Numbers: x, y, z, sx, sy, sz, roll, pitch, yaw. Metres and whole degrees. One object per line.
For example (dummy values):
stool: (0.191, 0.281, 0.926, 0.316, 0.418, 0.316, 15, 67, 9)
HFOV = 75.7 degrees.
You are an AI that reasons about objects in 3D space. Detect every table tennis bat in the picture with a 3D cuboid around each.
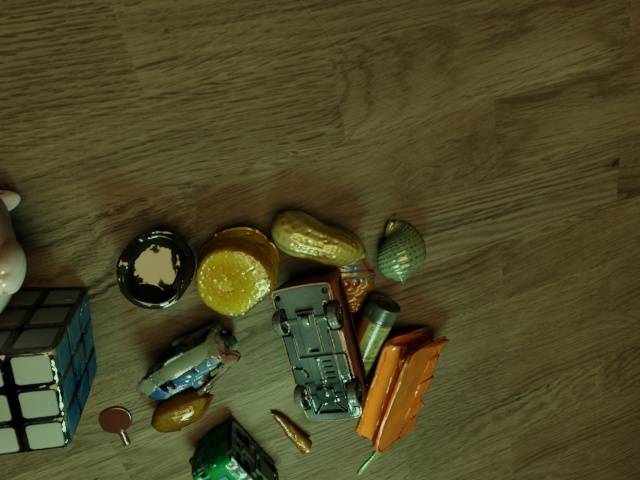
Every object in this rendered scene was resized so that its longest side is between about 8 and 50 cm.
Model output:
table tennis bat: (-0.660, 0.609, 1.347, 0.097, 0.019, 0.155, -16, 111, -10)

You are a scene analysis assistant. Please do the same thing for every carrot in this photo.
carrot: (-0.111, 0.697, 1.518, 0.057, 0.057, 0.224, -36, 110, 0)

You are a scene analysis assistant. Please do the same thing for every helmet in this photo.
helmet: (-0.439, 0.076, 1.111, 0.189, 0.193, 0.216, 20, 95, -14)

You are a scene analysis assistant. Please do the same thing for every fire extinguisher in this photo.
fire extinguisher: (0.174, 0.374, 1.426, 0.200, 0.113, 0.376, 17, 110, -21)

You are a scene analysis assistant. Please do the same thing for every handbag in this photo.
handbag: (0.291, 0.522, 1.472, 0.303, 0.116, 0.411, -2, 114, -47)

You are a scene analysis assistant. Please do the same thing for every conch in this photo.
conch: (0.266, 0.039, 1.326, 0.172, 0.131, 0.200, -11, 113, -10)

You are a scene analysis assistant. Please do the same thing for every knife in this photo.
knife: (0.219, 0.897, 1.698, 0.030, 0.014, 0.207, 37, 96, -22)

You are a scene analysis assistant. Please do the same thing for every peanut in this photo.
peanut: (0.000, 0.000, 1.227, 0.305, 0.147, 0.147, 17, 105, -14)

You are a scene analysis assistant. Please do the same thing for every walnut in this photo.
walnut: (-0.446, 0.551, 1.340, 0.207, 0.116, 0.116, -25, 115, -13)

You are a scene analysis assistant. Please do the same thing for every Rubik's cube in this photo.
Rubik's cube: (-0.775, 0.321, 1.050, 0.303, 0.305, 0.301, -1, 112, -17)

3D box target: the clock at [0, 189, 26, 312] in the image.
clock: (-0.840, 0.017, 0.877, 0.367, 0.377, 0.251, -2, 141, -15)

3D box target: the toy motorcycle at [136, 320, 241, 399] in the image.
toy motorcycle: (-0.407, 0.361, 1.231, 0.319, 0.182, 0.241, -33, 142, -2)

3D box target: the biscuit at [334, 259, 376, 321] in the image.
biscuit: (0.101, 0.155, 1.379, 0.183, 0.043, 0.281, -11, 109, -8)

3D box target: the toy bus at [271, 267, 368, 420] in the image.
toy bus: (0.009, 0.312, 1.256, 0.202, 0.233, 0.428, -11, 100, 18)

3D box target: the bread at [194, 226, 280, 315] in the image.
bread: (-0.241, 0.091, 1.188, 0.268, 0.146, 0.269, 0, 115, 1)

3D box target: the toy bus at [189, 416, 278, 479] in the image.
toy bus: (-0.296, 0.811, 1.435, 0.199, 0.184, 0.344, -29, 114, 2)
